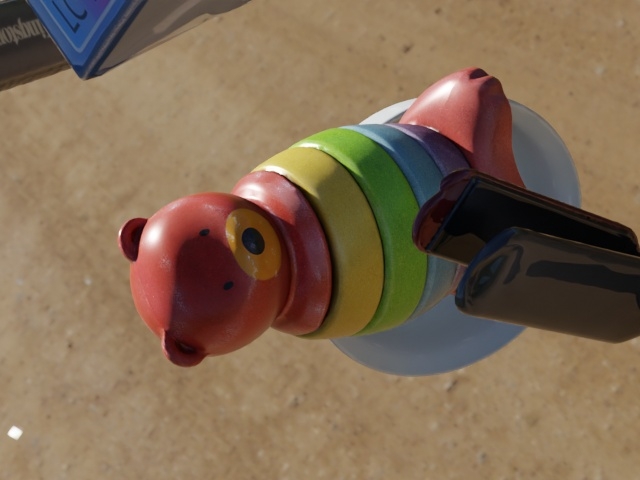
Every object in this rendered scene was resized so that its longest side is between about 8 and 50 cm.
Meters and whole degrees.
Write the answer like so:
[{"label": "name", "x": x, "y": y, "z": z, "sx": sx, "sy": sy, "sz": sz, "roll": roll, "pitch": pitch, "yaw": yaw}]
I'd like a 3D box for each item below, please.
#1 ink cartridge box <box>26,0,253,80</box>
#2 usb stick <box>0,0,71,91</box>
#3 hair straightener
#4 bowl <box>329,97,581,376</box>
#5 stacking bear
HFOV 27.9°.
[{"label": "ink cartridge box", "x": -0.119, "y": -0.312, "z": 0.568, "sx": 0.151, "sy": 0.395, "sz": 0.270, "roll": -31, "pitch": -4, "yaw": -36}, {"label": "usb stick", "x": -0.272, "y": -0.176, "z": 1.144, "sx": 0.045, "sy": 0.077, "sz": 0.278, "roll": -12, "pitch": 12, "yaw": 25}, {"label": "hair straightener", "x": 0.143, "y": 0.041, "z": 0.516, "sx": 0.047, "sy": 0.230, "sz": 0.089, "roll": -54, "pitch": 35, "yaw": 20}, {"label": "bowl", "x": 0.100, "y": -0.024, "z": 1.293, "sx": 0.298, "sy": 0.298, "sz": 0.134, "roll": -46, "pitch": 32, "yaw": 2}, {"label": "stacking bear", "x": 0.000, "y": 0.000, "z": 0.916, "sx": 0.289, "sy": 0.175, "sz": 0.164, "roll": -17, "pitch": -6, "yaw": -34}]
